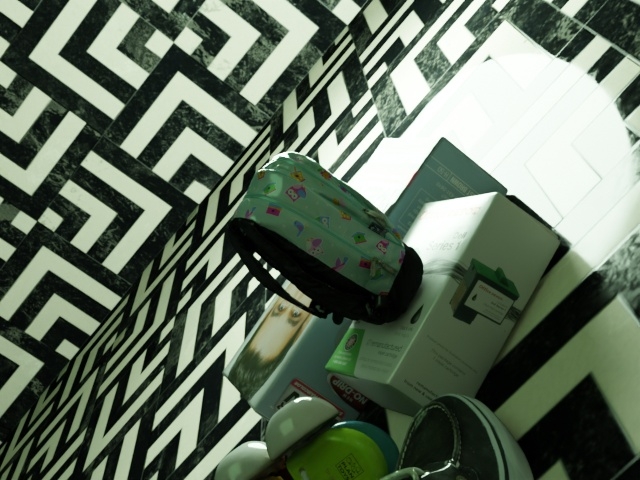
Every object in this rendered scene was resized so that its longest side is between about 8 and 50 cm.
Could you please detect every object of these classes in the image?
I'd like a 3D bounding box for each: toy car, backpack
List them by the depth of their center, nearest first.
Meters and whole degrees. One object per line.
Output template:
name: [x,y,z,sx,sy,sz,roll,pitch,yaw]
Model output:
toy car: [0.004,0.237,0.888,0.182,0.159,0.136,-45,-18,28]
backpack: [0.000,0.000,0.923,0.115,0.182,0.152,-61,17,-21]

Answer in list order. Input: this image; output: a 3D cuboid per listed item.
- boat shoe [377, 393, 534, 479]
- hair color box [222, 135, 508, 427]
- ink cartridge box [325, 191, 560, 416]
boat shoe: [0.083,0.221,0.696,0.121,0.119,0.335,-45,19,26]
hair color box: [0.046,0.056,1.136,0.375,0.113,0.185,-56,17,-6]
ink cartridge box: [0.121,0.066,0.950,0.219,0.092,0.160,-59,18,-14]
